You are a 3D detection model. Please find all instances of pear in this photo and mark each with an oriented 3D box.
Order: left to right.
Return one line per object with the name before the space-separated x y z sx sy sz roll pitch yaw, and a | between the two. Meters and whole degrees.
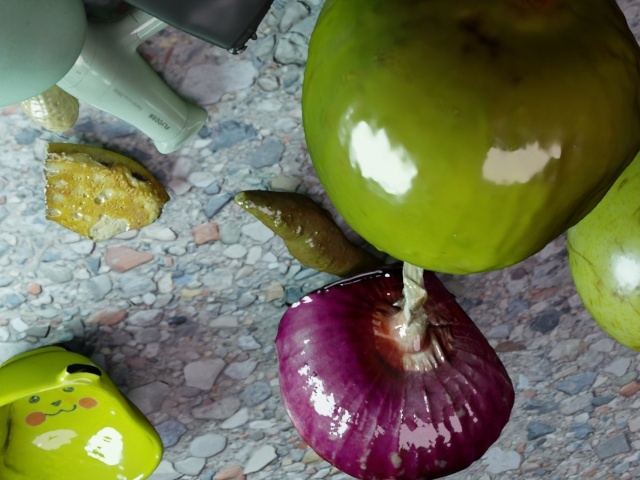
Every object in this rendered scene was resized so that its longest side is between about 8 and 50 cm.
pear | 0.413 -0.001 1.628 0.283 0.284 0.284 -11 137 -10

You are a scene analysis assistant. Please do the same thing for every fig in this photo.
fig | 0.133 -0.117 1.369 0.343 0.343 0.343 -11 137 -10

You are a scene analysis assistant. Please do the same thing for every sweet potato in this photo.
sweet potato | 0.000 0.000 1.617 0.067 0.067 0.274 -37 142 18

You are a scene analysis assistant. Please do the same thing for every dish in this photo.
dish | -0.309 0.202 1.669 0.221 0.108 0.262 -19 139 -1

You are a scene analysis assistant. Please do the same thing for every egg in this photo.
egg | -0.307 -0.193 1.217 0.230 0.168 0.168 8 131 -32

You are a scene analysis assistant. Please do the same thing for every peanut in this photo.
peanut | -0.266 -0.145 1.371 0.054 0.054 0.113 -26 134 6

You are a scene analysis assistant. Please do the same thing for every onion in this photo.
onion | 0.085 0.167 1.676 0.256 0.230 0.272 -24 161 16

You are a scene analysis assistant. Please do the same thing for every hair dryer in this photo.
hair dryer | -0.125 -0.201 1.372 0.237 0.075 0.206 -43 144 10

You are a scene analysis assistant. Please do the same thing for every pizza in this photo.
pizza | -0.229 -0.051 1.492 0.160 0.036 0.099 26 120 -38

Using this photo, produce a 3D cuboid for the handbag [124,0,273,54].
handbag | -0.106 -0.298 1.235 0.247 0.080 0.223 25 113 -38
